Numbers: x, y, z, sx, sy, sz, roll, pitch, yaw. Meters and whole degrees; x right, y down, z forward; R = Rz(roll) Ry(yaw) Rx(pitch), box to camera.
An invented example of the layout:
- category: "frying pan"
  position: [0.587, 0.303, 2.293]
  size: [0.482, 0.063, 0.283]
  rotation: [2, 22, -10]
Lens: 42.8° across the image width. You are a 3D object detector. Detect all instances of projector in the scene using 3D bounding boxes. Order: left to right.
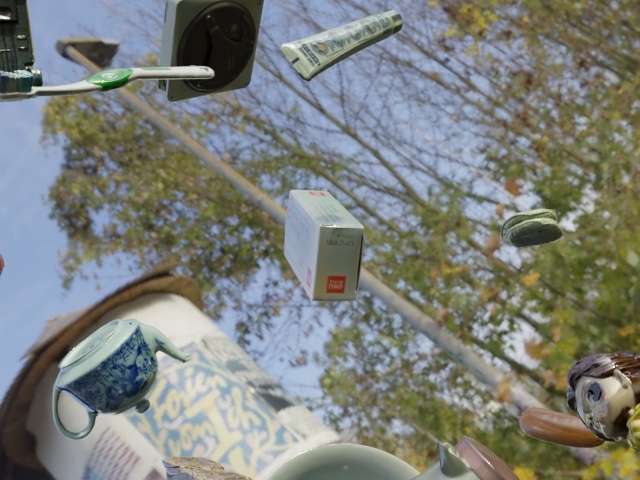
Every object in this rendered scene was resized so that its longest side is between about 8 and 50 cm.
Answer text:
- category: "projector"
  position: [-0.258, -0.472, 1.968]
  size: [0.259, 0.079, 0.257]
  rotation: [-21, -43, -40]

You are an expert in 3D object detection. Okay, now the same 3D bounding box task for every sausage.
- category: "sausage"
  position: [0.456, 0.358, 1.552]
  size: [0.054, 0.183, 0.062]
  rotation: [-31, -60, -46]

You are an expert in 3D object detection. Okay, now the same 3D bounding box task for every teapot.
- category: "teapot"
  position: [-0.325, 0.220, 1.300]
  size: [0.232, 0.159, 0.159]
  rotation: [-38, -24, -11]

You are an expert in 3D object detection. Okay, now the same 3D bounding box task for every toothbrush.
- category: "toothbrush"
  position: [-0.323, -0.251, 1.285]
  size: [0.418, 0.042, 0.040]
  rotation: [-16, -47, -50]

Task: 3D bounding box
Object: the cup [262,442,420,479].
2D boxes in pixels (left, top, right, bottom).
- category: "cup"
  position: [0.028, 0.495, 1.216]
  size: [0.347, 0.347, 0.163]
  rotation: [-37, -15, -32]

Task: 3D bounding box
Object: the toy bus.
- category: "toy bus"
  position: [-0.630, -0.437, 1.590]
  size: [0.121, 0.123, 0.335]
  rotation: [-9, -86, -32]

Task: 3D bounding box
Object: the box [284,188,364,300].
- category: "box"
  position: [0.000, 0.000, 1.415]
  size: [0.079, 0.269, 0.135]
  rotation: [3, -75, -14]

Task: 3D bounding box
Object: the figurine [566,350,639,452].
- category: "figurine"
  position: [0.408, 0.232, 0.966]
  size: [0.168, 0.315, 0.187]
  rotation: [-40, -62, -8]

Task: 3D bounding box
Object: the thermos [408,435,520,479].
- category: "thermos"
  position: [0.092, 0.315, 0.783]
  size: [0.265, 0.146, 0.176]
  rotation: [-44, -65, -2]

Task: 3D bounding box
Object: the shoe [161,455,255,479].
- category: "shoe"
  position: [-0.142, 0.333, 1.020]
  size: [0.089, 0.180, 0.092]
  rotation: [17, -96, -45]

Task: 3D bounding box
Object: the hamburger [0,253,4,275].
- category: "hamburger"
  position: [-0.795, 0.100, 1.585]
  size: [0.250, 0.330, 0.330]
  rotation: [37, -88, -25]

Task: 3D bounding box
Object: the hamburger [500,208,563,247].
- category: "hamburger"
  position: [0.418, -0.027, 1.639]
  size: [0.121, 0.054, 0.084]
  rotation: [-14, -27, 19]

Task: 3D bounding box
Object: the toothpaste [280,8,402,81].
- category: "toothpaste"
  position: [0.037, -0.283, 1.160]
  size: [0.239, 0.062, 0.039]
  rotation: [-34, -4, -42]
